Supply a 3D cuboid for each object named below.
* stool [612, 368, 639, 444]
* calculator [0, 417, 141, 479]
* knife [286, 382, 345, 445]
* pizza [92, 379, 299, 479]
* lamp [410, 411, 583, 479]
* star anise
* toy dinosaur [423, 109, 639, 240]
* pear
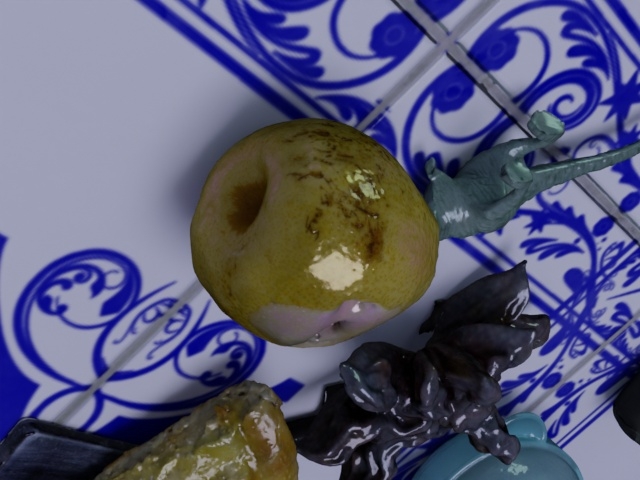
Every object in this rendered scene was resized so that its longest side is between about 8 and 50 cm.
[{"bbox_3d":[0.388,0.177,1.330,0.096,0.096,0.110,13,115,-40],"label":"stool"},{"bbox_3d":[-0.200,0.238,1.066,0.161,0.021,0.262,-48,137,16],"label":"calculator"},{"bbox_3d":[0.027,0.158,1.136,0.230,0.028,0.060,-11,122,-27],"label":"knife"},{"bbox_3d":[-0.152,0.263,1.041,0.288,0.075,0.280,-18,135,-15],"label":"pizza"},{"bbox_3d":[0.196,0.317,1.299,0.209,0.147,0.284,-32,140,-6],"label":"lamp"},{"bbox_3d":[0.106,0.136,1.087,0.283,0.129,0.212,-17,144,-20],"label":"star anise"},{"bbox_3d":[0.178,-0.061,0.965,0.383,0.076,0.129,-17,169,-9],"label":"toy dinosaur"},{"bbox_3d":[0.000,0.000,0.853,0.178,0.178,0.178,-18,137,-18],"label":"pear"}]
